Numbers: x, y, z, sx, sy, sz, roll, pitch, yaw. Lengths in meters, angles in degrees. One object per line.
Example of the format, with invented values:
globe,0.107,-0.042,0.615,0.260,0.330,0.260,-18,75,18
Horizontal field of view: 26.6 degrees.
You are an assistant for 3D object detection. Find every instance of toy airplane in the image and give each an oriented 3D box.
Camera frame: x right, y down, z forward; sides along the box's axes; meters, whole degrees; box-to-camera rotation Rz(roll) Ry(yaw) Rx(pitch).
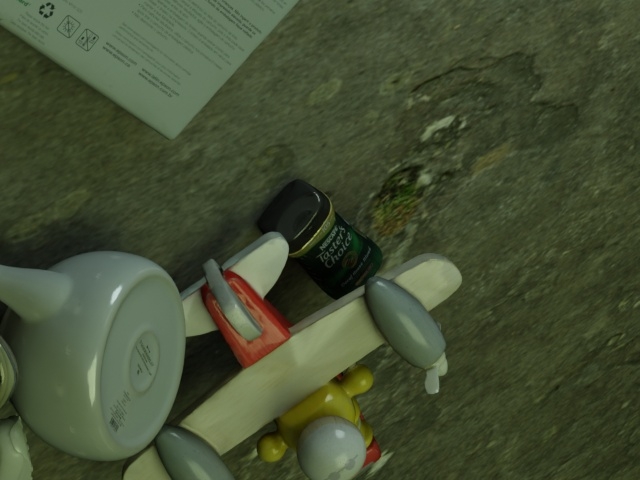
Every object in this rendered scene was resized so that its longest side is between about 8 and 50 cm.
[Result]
toy airplane,-0.030,0.183,1.698,0.384,0.272,0.386,1,127,-31

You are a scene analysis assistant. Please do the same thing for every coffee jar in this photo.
coffee jar,0.000,0.000,1.768,0.096,0.079,0.184,-51,137,-3

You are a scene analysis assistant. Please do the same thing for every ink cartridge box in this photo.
ink cartridge box,-0.161,-0.305,1.403,0.330,0.071,0.324,-48,138,6

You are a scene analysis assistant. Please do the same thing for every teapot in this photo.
teapot,-0.279,0.126,1.536,0.252,0.187,0.256,-22,117,-66

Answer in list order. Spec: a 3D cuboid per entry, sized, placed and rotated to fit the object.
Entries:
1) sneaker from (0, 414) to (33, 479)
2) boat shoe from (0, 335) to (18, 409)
sneaker,-0.396,0.256,1.506,0.095,0.090,0.235,1,157,-36
boat shoe,-0.467,0.221,1.409,0.355,0.132,0.130,-50,171,14
